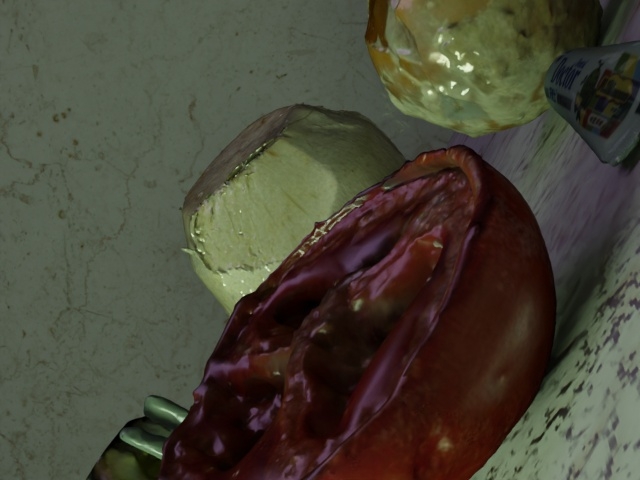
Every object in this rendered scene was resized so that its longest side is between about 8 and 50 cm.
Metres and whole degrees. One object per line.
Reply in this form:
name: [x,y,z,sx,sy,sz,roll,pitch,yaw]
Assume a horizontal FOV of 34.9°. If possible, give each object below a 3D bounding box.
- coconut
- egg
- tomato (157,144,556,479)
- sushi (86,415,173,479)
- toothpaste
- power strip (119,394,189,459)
coconut: [0.000,0.000,1.463,0.346,0.360,0.346,-38,19,16]
egg: [0.131,-0.181,0.835,0.233,0.195,0.194,-63,-1,-78]
tomato: [0.026,0.066,0.496,0.228,0.101,0.228,-41,24,22]
sushi: [-0.195,0.429,1.367,0.281,0.299,0.294,-5,-53,-61]
toothpaste: [0.163,-0.090,0.597,0.255,0.037,0.067,-71,7,-77]
power strip: [-0.071,0.199,0.935,0.139,0.224,0.140,-61,-3,-47]
